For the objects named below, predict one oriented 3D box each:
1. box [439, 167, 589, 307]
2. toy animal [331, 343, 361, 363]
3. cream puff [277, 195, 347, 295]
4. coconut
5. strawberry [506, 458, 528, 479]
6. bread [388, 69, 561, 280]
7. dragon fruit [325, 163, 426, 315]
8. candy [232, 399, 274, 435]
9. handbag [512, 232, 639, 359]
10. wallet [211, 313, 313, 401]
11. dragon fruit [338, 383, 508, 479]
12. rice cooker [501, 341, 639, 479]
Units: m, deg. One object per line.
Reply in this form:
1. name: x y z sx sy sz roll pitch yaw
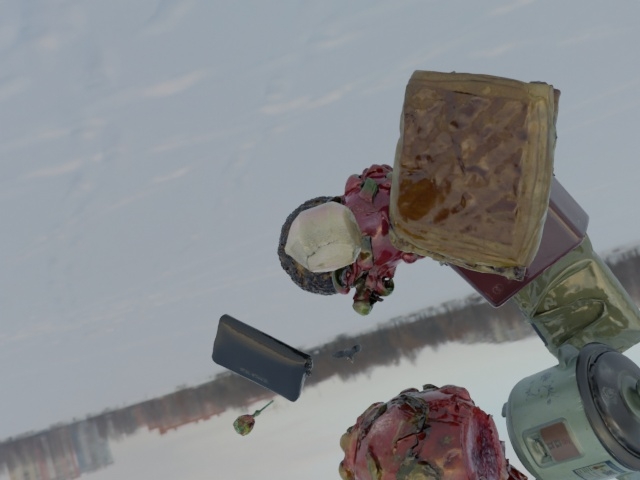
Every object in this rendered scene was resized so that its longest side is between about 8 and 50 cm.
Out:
1. box: 0.406 -0.008 1.579 0.294 0.167 0.193 -45 176 31
2. toy animal: 0.072 0.292 1.921 0.084 0.050 0.028 -21 154 -13
3. cream puff: 0.012 0.007 1.739 0.239 0.239 0.165 -19 150 18
4. coconut: 0.000 0.000 1.213 0.124 0.110 0.110 -23 171 18
5. strawberry: 0.326 0.626 1.623 0.292 0.344 0.292 8 137 7
6. bread: 0.261 -0.116 1.242 0.277 0.325 0.167 16 -153 34
7. dragon fruit: 0.103 -0.011 1.480 0.273 0.218 0.198 -58 -163 6
8. candy: -0.184 0.501 2.189 0.060 0.061 0.201 -21 -177 29
9. handbag: 0.626 0.161 1.851 0.253 0.316 0.109 -38 -178 22
10. wallet: -0.136 0.275 1.749 0.044 0.250 0.149 -45 157 -55
11. dragon fruit: 0.163 0.389 1.362 0.291 0.250 0.269 -13 171 34
12. rice cooker: 0.545 0.360 1.542 0.264 0.317 0.316 -10 170 -47
